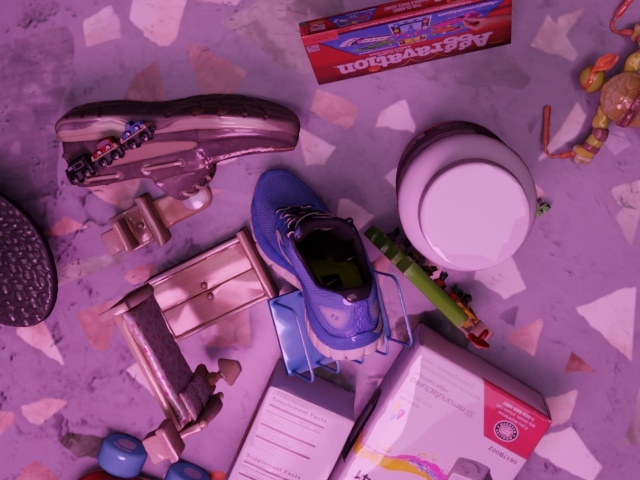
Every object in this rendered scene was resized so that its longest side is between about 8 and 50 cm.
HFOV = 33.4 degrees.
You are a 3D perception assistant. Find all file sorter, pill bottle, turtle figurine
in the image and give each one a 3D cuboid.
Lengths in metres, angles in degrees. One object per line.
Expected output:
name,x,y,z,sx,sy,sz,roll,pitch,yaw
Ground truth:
file sorter,0.032,0.121,1.527,0.170,0.104,0.118,-18,101,-20
pill bottle,0.188,-0.058,1.404,0.176,0.318,0.176,1,102,3
turtle figurine,0.448,-0.201,1.478,0.217,0.087,0.270,26,101,-2

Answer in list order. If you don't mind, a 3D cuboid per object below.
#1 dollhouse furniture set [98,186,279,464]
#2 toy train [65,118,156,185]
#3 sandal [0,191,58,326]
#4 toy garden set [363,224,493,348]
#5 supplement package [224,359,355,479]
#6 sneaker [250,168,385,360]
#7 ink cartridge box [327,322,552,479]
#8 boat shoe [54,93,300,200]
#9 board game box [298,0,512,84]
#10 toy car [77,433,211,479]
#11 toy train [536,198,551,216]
dollhouse furniture set,-0.180,0.081,1.437,0.173,0.355,0.303,-26,97,7
toy train,-0.289,-0.124,1.463,0.158,0.027,0.036,-28,94,23
sandal,-0.548,-0.043,1.577,0.445,0.107,0.168,37,102,9
toy garden set,0.169,0.066,1.471,0.049,0.244,0.204,-45,106,2
supplement package,-0.056,0.325,1.585,0.133,0.139,0.244,24,100,-2
sneaker,0.000,0.000,1.446,0.129,0.330,0.147,-16,137,-20
ink cartridge box,0.163,0.314,1.574,0.226,0.131,0.306,30,100,-2
boat shoe,-0.199,-0.132,1.526,0.355,0.132,0.130,1,112,13
board game box,0.120,-0.283,1.459,0.281,0.145,0.027,-12,72,6
toy car,-0.296,0.447,1.573,0.210,0.238,0.219,25,102,-1
toy train,0.296,-0.034,1.556,0.083,0.017,0.024,-33,86,9
